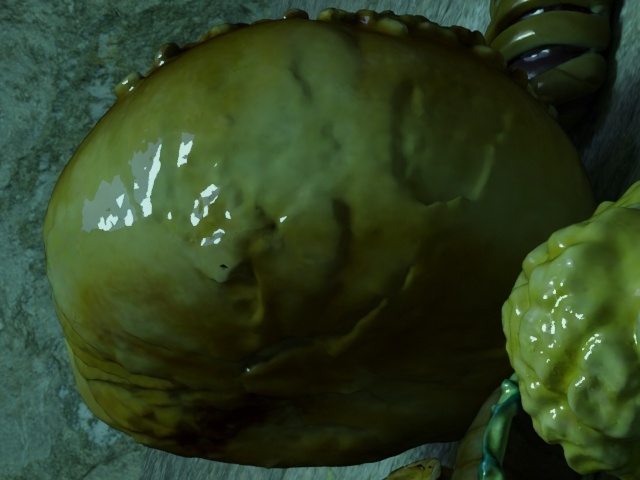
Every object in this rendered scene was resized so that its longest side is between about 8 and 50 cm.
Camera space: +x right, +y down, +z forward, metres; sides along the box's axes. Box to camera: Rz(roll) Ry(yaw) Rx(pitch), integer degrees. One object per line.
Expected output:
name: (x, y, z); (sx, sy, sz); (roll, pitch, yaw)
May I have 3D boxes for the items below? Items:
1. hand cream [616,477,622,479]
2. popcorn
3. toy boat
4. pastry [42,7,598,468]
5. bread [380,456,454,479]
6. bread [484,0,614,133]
hand cream: (0.191, 0.181, 1.007); (0.163, 0.039, 0.062); (-104, 35, -57)
popcorn: (0.177, 0.037, 0.964); (0.170, 0.180, 0.180); (33, 107, 50)
toy boat: (0.126, 0.207, 1.113); (0.099, 0.108, 0.293); (-25, 45, 29)
pastry: (0.000, 0.000, 1.335); (0.409, 0.409, 0.245); (123, 150, -52)
bread: (0.072, 0.247, 1.278); (0.199, 0.104, 0.199); (-158, 90, -77)
bread: (0.172, -0.173, 1.470); (0.134, 0.081, 0.225); (124, 159, -57)
